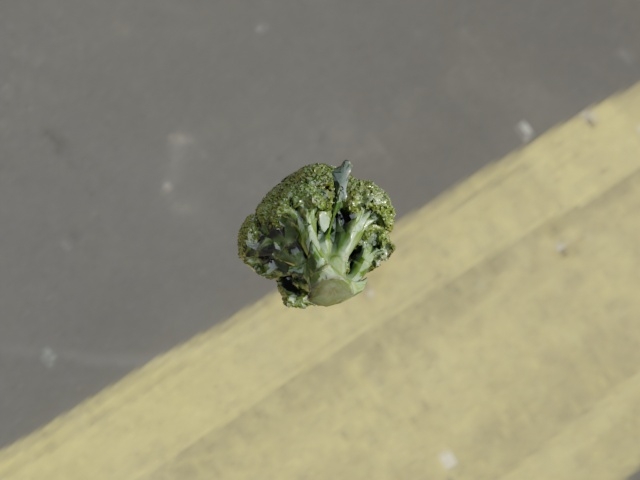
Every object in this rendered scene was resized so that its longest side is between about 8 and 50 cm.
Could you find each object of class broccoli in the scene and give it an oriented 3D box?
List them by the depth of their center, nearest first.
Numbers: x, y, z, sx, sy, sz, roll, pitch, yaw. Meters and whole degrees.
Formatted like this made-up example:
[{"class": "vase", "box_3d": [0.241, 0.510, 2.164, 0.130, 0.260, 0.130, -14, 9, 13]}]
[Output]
[{"class": "broccoli", "box_3d": [0.000, 0.000, 1.582, 0.130, 0.131, 0.120, 57, 18, -44]}]
